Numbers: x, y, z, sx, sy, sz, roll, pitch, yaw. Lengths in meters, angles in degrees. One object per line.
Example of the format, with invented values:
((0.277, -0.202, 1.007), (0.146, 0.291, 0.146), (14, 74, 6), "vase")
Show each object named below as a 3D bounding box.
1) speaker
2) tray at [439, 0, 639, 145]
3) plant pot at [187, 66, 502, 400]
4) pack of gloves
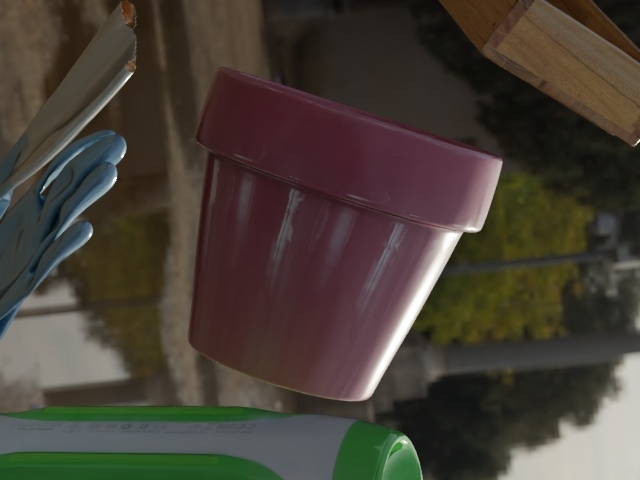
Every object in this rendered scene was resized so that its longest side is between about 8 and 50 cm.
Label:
((-0.096, 0.162, 0.944), (0.131, 0.296, 0.131), (-2, 90, -72), "speaker")
((0.169, -0.256, 1.595), (0.203, 0.076, 0.411), (26, 22, -32), "tray")
((0.000, 0.000, 1.080), (0.201, 0.201, 0.180), (-64, 171, -85), "plant pot")
((-0.174, -0.001, 0.803), (0.046, 0.232, 0.195), (32, 23, -22), "pack of gloves")
